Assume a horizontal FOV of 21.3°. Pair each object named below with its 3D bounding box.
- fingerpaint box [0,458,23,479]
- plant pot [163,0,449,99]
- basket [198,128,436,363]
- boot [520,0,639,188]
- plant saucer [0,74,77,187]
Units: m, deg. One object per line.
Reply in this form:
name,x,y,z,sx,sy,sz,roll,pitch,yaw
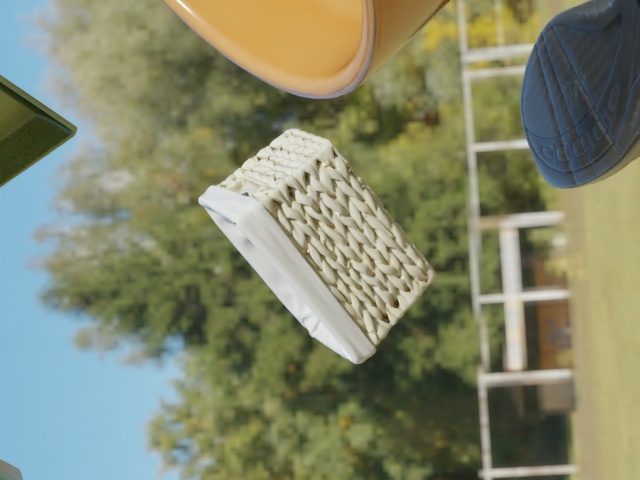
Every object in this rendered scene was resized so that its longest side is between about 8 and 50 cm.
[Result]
fingerpaint box,-0.343,0.310,0.992,0.445,0.163,0.371,-63,8,-8
plant pot,0.000,-0.238,0.760,0.291,0.203,0.291,46,163,18
basket,0.000,0.000,1.379,0.167,0.103,0.113,50,171,-22
boot,0.343,-0.164,1.334,0.377,0.284,0.138,124,131,-59
plant saucer,-0.364,-0.103,1.691,0.045,0.188,0.188,60,-171,24
